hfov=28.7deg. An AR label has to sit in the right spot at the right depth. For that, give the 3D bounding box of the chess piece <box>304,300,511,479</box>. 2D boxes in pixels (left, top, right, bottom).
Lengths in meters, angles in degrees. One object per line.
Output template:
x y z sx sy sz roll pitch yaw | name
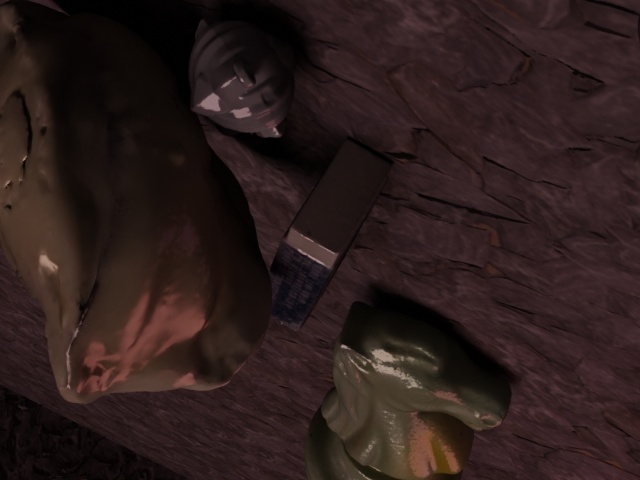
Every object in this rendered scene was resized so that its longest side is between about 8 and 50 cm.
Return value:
0.084 0.169 1.238 0.175 0.176 0.298 27 147 9 | chess piece

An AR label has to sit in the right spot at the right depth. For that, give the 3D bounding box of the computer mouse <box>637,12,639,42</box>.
0.247 -0.049 0.564 0.232 0.057 0.120 34 160 -10 | computer mouse

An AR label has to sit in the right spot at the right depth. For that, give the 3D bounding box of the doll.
-0.057 -0.106 0.852 0.094 0.079 0.180 57 171 -3 | doll

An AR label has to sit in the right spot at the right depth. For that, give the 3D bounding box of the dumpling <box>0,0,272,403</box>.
-0.127 -0.043 0.912 0.242 0.318 0.187 9 152 -41 | dumpling

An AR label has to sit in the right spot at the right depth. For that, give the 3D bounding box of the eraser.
0.000 0.000 0.993 0.046 0.092 0.212 31 159 2 | eraser
